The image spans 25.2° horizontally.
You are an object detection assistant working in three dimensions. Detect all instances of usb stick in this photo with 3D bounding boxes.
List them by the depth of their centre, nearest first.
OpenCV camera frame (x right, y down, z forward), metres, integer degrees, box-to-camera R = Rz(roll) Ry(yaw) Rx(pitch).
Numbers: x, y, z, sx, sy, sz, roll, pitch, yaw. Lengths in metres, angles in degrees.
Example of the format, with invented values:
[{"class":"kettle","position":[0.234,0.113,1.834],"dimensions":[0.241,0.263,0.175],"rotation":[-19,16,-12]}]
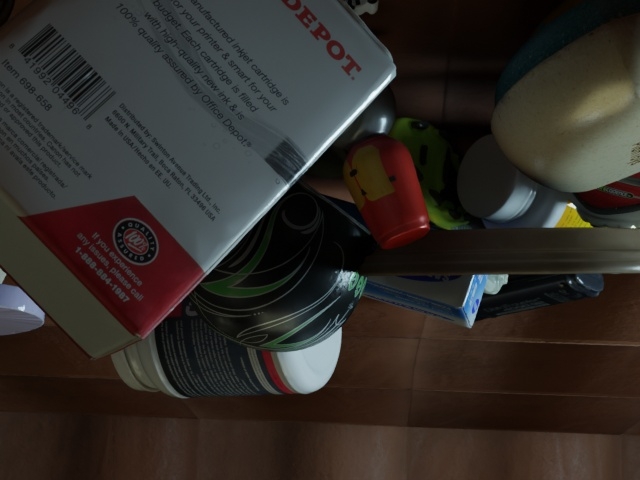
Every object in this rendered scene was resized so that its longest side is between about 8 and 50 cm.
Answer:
[{"class":"usb stick","position":[0.266,0.073,1.974],"dimensions":[0.077,0.045,0.278],"rotation":[23,156,-34]}]

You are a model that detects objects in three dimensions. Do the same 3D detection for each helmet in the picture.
[{"class":"helmet","position":[-0.044,0.026,1.350],"dimensions":[0.169,0.161,0.169],"rotation":[35,178,2]}]

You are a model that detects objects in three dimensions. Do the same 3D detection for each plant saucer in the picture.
[{"class":"plant saucer","position":[0.171,0.012,1.259],"dimensions":[0.277,0.041,0.278],"rotation":[-1,178,0]}]

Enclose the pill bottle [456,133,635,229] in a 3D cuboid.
[{"class":"pill bottle","position":[0.241,-0.041,1.437],"dimensions":[0.215,0.117,0.117],"rotation":[15,160,-38]}]

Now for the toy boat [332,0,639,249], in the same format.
[{"class":"toy boat","position":[0.159,-0.113,1.130],"dimensions":[0.318,0.148,0.267],"rotation":[-21,166,-1]}]

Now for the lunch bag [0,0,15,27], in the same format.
[{"class":"lunch bag","position":[-0.355,-0.136,1.033],"dimensions":[0.256,0.213,0.305],"rotation":[-10,172,-19]}]

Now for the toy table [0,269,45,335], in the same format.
[{"class":"toy table","position":[-0.426,0.019,1.683],"dimensions":[0.274,0.161,0.252],"rotation":[-6,163,30]}]

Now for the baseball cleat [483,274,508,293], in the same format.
[{"class":"baseball cleat","position":[0.164,0.027,1.780],"dimensions":[0.109,0.072,0.206],"rotation":[3,162,24]}]

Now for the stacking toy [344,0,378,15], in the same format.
[{"class":"stacking toy","position":[-0.057,-0.174,1.134],"dimensions":[0.221,0.052,0.167],"rotation":[3,164,1]}]

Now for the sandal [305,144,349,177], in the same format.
[{"class":"sandal","position":[-0.116,-0.090,1.376],"dimensions":[0.302,0.086,0.120],"rotation":[8,163,-20]}]

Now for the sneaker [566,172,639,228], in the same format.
[{"class":"sneaker","position":[0.354,-0.090,1.288],"dimensions":[0.279,0.107,0.118],"rotation":[-15,121,13]}]

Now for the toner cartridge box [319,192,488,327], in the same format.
[{"class":"toner cartridge box","position":[0.000,0.000,1.509],"dimensions":[0.347,0.075,0.165],"rotation":[17,174,12]}]

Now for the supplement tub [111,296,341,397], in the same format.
[{"class":"supplement tub","position":[-0.125,0.112,1.903],"dimensions":[0.272,0.191,0.191],"rotation":[-5,163,23]}]

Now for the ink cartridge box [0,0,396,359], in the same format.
[{"class":"ink cartridge box","position":[-0.111,-0.088,0.949],"dimensions":[0.197,0.273,0.114],"rotation":[47,154,-8]}]

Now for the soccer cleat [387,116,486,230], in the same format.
[{"class":"soccer cleat","position":[0.104,-0.049,1.480],"dimensions":[0.121,0.093,0.289],"rotation":[-3,164,27]}]
